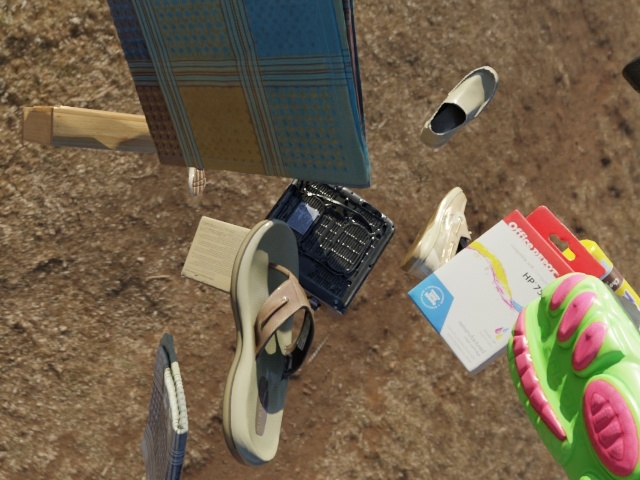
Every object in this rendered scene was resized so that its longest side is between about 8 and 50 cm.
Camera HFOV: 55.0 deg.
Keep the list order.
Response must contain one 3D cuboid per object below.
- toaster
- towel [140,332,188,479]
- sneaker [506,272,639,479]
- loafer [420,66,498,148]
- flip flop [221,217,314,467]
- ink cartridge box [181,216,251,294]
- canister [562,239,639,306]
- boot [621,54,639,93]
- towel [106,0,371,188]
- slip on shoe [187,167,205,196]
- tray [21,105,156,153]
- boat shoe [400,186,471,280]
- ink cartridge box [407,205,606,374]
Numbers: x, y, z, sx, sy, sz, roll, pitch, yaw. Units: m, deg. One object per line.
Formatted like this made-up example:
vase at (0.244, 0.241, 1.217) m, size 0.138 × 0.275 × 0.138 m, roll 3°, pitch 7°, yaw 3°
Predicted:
toaster at (0.000, 0.000, 0.889) m, size 0.168 × 0.110 × 0.186 m, roll 33°, pitch 72°, yaw 2°
towel at (-0.346, 0.415, 1.340) m, size 0.056 × 0.324 × 0.312 m, roll 3°, pitch 117°, yaw -21°
sneaker at (0.305, 0.228, 0.488) m, size 0.202 × 0.185 × 0.483 m, roll 15°, pitch 46°, yaw -16°
loafer at (0.380, -0.357, 1.649) m, size 0.102 × 0.092 × 0.268 m, roll 41°, pitch 94°, yaw 2°
flip flop at (-0.047, 0.106, 0.684) m, size 0.112 × 0.080 × 0.277 m, roll 41°, pitch 45°, yaw -48°
ink cartridge box at (-0.273, 0.050, 1.786) m, size 0.088 × 0.234 × 0.193 m, roll 26°, pitch 82°, yaw -54°
canister at (0.421, 0.099, 0.949) m, size 0.126 × 0.073 × 0.170 m, roll -42°, pitch 99°, yaw 3°
boot at (0.435, -0.168, 0.611) m, size 0.244 × 0.088 × 0.176 m, roll -20°, pitch 75°, yaw -7°
towel at (-0.110, -0.210, 0.818) m, size 0.040 × 0.370 × 0.272 m, roll -46°, pitch 135°, yaw -45°
slip on shoe at (-0.355, -0.186, 1.726) m, size 0.051 × 0.041 × 0.136 m, roll 10°, pitch 76°, yaw -51°
tray at (-0.365, -0.218, 1.259) m, size 0.410 × 0.202 × 0.076 m, roll -2°, pitch 101°, yaw -40°
boat shoe at (0.296, -0.007, 1.469) m, size 0.110 × 0.122 × 0.341 m, roll 34°, pitch 45°, yaw 4°
ink cartridge box at (0.250, 0.057, 0.819) m, size 0.134 × 0.231 × 0.078 m, roll 53°, pitch 4°, yaw 23°
